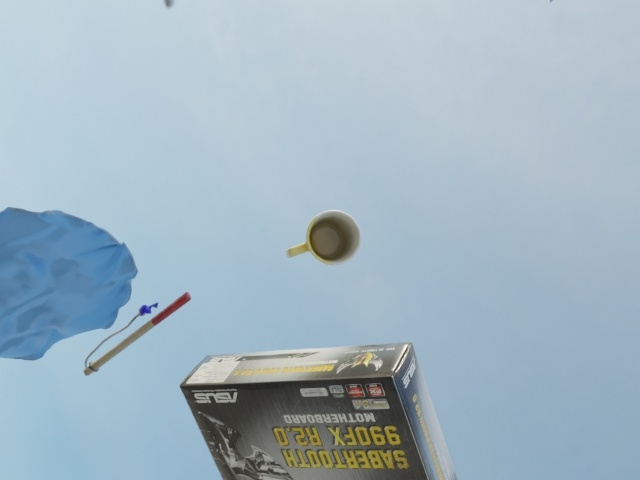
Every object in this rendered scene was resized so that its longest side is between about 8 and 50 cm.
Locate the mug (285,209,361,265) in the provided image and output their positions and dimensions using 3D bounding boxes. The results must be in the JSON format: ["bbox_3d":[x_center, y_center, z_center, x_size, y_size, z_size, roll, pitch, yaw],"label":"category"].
[{"bbox_3d":[0.003,-0.003,0.936,0.064,0.078,0.062,160,-57,-80],"label":"mug"}]

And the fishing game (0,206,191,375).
[{"bbox_3d":[-0.244,0.036,0.659,0.189,0.264,0.041,-38,-130,17],"label":"fishing game"}]

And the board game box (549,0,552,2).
[{"bbox_3d":[0.248,-0.291,0.726,0.033,0.169,0.133,40,-39,8],"label":"board game box"}]

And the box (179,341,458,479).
[{"bbox_3d":[0.000,0.192,0.768,0.231,0.056,0.183,-7,-67,29],"label":"box"}]
